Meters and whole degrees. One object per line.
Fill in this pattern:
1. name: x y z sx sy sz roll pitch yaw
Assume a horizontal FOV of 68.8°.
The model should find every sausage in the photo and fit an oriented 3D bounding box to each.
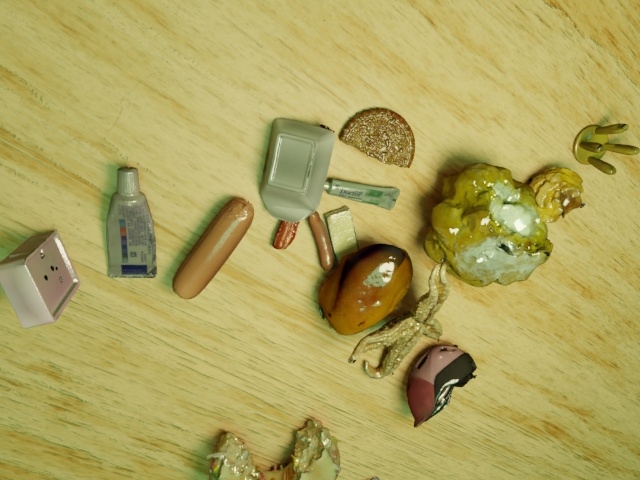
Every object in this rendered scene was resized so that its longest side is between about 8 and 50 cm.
1. sausage: -0.258 0.021 1.125 0.086 0.086 0.289 36 97 -22
2. sausage: 0.001 0.000 1.201 0.047 0.040 0.176 -39 122 -42

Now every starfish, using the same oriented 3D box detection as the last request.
1. starfish: 0.212 0.239 1.240 0.324 0.082 0.432 -32 150 -5

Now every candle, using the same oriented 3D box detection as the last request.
1. candle: -0.040 -0.122 1.150 0.051 0.048 0.329 23 104 -3

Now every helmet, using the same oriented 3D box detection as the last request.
1. helmet: 0.335 0.409 1.372 0.253 0.154 0.198 -43 155 15

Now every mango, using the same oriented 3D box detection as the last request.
1. mango: 0.115 0.123 1.209 0.201 0.152 0.287 35 104 -11

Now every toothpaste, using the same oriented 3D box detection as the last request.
1. toothpaste: -0.438 -0.034 1.082 0.099 0.068 0.282 15 118 13
2. toothpaste: 0.099 -0.122 1.188 0.218 0.041 0.064 10 118 -19

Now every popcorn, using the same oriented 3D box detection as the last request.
1. popcorn: 0.630 -0.119 1.269 0.149 0.152 0.167 18 115 -38

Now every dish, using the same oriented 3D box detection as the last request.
1. dish: -0.065 -0.156 1.089 0.154 0.064 0.234 14 105 6

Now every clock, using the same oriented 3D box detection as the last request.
1. clock: -0.598 0.077 1.002 0.063 0.197 0.150 -15 112 -7

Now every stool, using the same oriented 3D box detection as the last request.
1. stool: 0.768 -0.253 1.265 0.135 0.110 0.134 1 109 -13

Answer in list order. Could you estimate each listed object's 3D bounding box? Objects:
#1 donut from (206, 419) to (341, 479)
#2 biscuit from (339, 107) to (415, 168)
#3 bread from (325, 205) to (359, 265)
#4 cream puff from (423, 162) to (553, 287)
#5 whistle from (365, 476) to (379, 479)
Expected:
1. donut: -0.130 0.666 1.348 0.372 0.150 0.307 -5 110 -12
2. biscuit: 0.156 -0.260 1.159 0.206 0.025 0.125 18 104 -19
3. bread: 0.059 -0.009 1.223 0.068 0.028 0.153 -19 113 -7
4. cream puff: 0.413 -0.038 1.210 0.323 0.269 0.274 29 134 -20
5. whistle: 0.157 0.800 1.532 0.083 0.029 0.033 -13 127 -16
